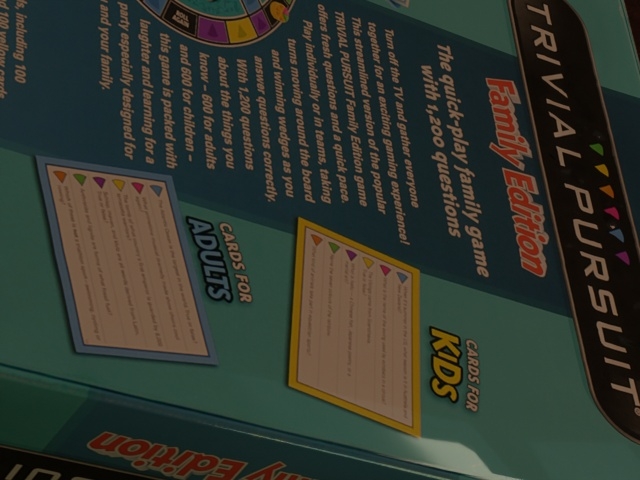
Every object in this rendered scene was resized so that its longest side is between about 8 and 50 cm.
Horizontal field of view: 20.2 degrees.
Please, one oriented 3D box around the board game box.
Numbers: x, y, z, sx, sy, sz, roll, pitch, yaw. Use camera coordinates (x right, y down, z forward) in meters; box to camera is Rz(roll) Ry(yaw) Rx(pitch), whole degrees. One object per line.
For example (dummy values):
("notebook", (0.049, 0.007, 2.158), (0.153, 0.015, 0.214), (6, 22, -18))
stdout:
("board game box", (-0.039, -0.026, 0.551), (0.079, 0.336, 0.253), (-47, -143, 41))
